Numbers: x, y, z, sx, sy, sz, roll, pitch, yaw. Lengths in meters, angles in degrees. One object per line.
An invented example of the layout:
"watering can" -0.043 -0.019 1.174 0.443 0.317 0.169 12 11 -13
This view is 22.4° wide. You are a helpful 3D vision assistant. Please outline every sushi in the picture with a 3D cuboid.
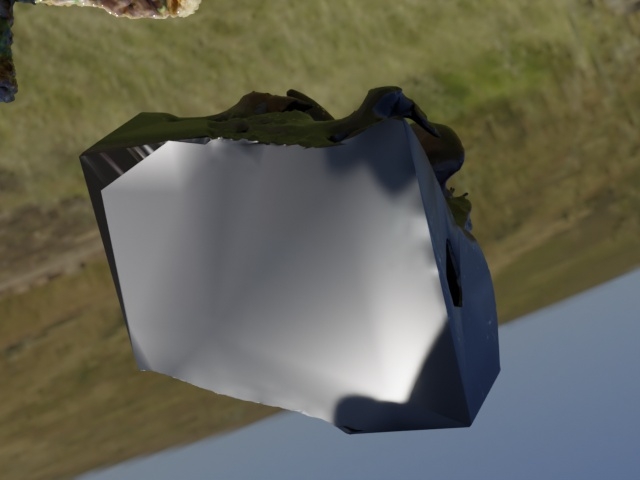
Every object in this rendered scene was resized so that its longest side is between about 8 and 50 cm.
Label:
"sushi" -0.001 0.000 1.122 0.227 0.215 0.212 -6 -163 23

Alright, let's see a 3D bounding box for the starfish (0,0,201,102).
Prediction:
"starfish" -0.151 -0.121 0.684 0.210 0.150 0.053 -16 161 5
